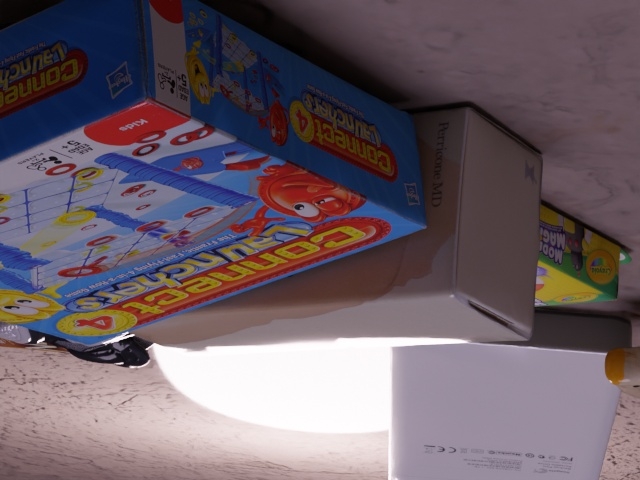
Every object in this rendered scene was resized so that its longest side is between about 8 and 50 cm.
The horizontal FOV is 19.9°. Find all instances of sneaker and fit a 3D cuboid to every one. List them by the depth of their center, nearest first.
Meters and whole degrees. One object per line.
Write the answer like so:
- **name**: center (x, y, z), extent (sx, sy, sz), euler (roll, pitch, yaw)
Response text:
- **sneaker**: center (-0.193, 0.061, 1.727), extent (0.153, 0.101, 0.268), euler (18, 166, -40)

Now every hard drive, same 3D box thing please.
- **hard drive**: center (0.189, 0.175, 1.909), extent (0.233, 0.047, 0.353), euler (4, 149, 4)

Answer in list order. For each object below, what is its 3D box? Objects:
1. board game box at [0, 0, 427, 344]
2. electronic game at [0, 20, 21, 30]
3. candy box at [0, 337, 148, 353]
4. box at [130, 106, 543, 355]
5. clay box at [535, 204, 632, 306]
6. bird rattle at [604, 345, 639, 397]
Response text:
- **board game box**: center (-0.139, -0.037, 1.190), extent (0.308, 0.086, 0.302), euler (-20, 156, 30)
- **electronic game**: center (-0.161, -0.095, 1.243), extent (0.229, 0.048, 0.229), euler (-2, 161, -1)
- **candy box**: center (-0.275, 0.085, 1.917), extent (0.186, 0.053, 0.109), euler (7, 165, 0)
- **box**: center (0.000, 0.000, 1.352), extent (0.311, 0.148, 0.121), euler (-7, 160, 33)
- **clay box**: center (0.153, 0.012, 1.504), extent (0.127, 0.053, 0.222), euler (-7, 159, 39)
- **bird rattle**: center (0.383, 0.117, 1.710), extent (0.207, 0.143, 0.253), euler (-4, 174, 32)
